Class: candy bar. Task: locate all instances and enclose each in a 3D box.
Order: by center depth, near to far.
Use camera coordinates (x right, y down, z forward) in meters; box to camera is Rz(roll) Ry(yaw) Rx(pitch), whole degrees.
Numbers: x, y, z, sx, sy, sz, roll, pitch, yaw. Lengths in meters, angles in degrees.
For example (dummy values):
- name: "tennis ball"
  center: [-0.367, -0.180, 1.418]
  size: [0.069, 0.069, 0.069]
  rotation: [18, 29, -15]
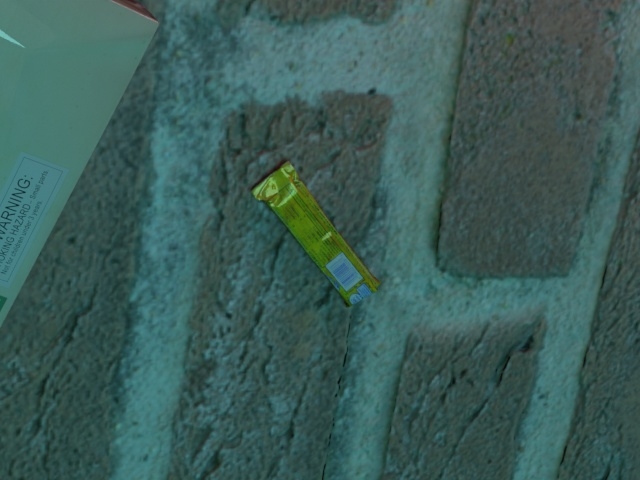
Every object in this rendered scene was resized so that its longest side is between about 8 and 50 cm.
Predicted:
- name: "candy bar"
  center: [0.000, 0.000, 1.348]
  size: [0.040, 0.018, 0.161]
  rotation: [-38, 125, 1]

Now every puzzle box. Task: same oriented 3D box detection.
- name: "puzzle box"
  center: [-0.329, -0.040, 1.156]
  size: [0.272, 0.052, 0.409]
  rotation: [22, 104, -32]
